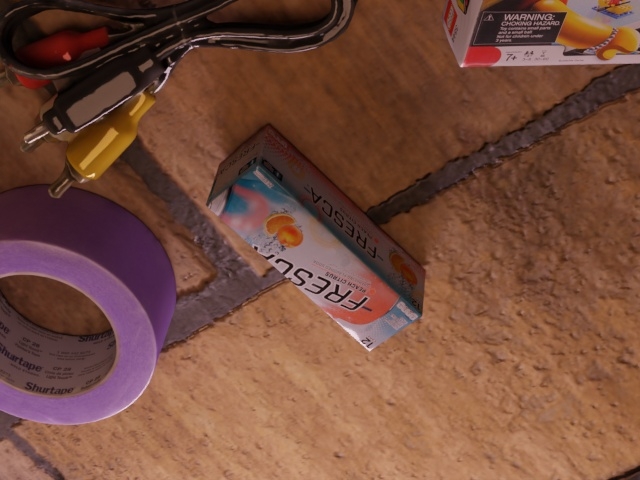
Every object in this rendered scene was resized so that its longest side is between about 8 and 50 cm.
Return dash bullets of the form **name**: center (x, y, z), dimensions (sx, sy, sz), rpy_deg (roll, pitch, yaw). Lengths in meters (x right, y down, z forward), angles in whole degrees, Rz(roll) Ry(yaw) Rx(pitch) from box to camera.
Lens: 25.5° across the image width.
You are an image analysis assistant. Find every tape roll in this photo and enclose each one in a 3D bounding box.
- **tape roll**: center (-0.216, 0.054, 1.144), dimensions (0.188, 0.080, 0.189), rpy_deg (4, 125, 5)

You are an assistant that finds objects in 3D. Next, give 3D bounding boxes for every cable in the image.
- **cable**: center (-0.117, -0.148, 1.019), dimensions (0.287, 0.072, 0.139), rpy_deg (-28, 100, 11)

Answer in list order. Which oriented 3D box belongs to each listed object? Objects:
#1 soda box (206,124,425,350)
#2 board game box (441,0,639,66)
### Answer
- **soda box**: center (0.000, 0.000, 1.082), dimensions (0.058, 0.063, 0.183), rpy_deg (-37, 113, 28)
- **board game box**: center (0.240, -0.191, 0.833), dimensions (0.305, 0.053, 0.193), rpy_deg (-3, 141, -14)
